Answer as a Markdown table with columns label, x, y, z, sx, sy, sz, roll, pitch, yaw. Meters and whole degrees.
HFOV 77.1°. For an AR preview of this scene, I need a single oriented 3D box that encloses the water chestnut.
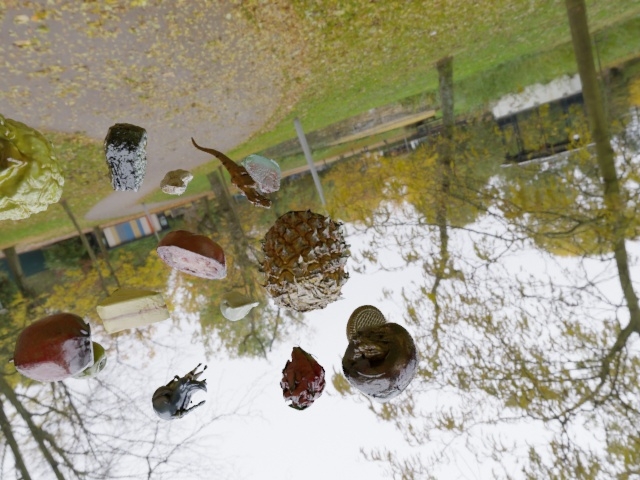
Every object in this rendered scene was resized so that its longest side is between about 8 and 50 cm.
| label | x | y | z | sx | sy | sz | roll | pitch | yaw |
| --- | --- | --- | --- | --- | --- | --- | --- | --- | --- |
| water chestnut | 0.233 | 0.480 | 1.672 | 0.335 | 0.347 | 0.335 | -28 | -153 | 16 |

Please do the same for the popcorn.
| label | x | y | z | sx | sy | sz | roll | pitch | yaw |
| --- | --- | --- | --- | --- | --- | --- | --- | --- | --- |
| popcorn | -0.757 | -0.185 | 0.961 | 0.205 | 0.252 | 0.237 | 11 | -128 | 16 |

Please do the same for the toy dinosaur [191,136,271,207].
| label | x | y | z | sx | sy | sz | roll | pitch | yaw |
| --- | --- | --- | --- | --- | --- | --- | --- | --- | --- |
| toy dinosaur | -0.336 | -0.282 | 1.684 | 0.097 | 0.432 | 0.208 | -55 | 167 | 31 |

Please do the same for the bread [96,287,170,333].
| label | x | y | z | sx | sy | sz | roll | pitch | yaw |
| --- | --- | --- | --- | --- | --- | --- | --- | --- | --- |
| bread | -0.851 | 0.326 | 1.828 | 0.263 | 0.168 | 0.163 | 0 | -153 | 23 |

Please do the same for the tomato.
| label | x | y | z | sx | sy | sz | roll | pitch | yaw |
| --- | --- | --- | --- | --- | --- | --- | --- | --- | --- |
| tomato | -0.371 | 0.039 | 1.202 | 0.224 | 0.225 | 0.085 | -10 | -128 | 38 |

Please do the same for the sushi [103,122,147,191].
| label | x | y | z | sx | sy | sz | roll | pitch | yaw |
| --- | --- | --- | --- | --- | --- | --- | --- | --- | --- |
| sushi | -0.930 | -0.396 | 1.914 | 0.170 | 0.350 | 0.211 | 11 | -135 | -14 |

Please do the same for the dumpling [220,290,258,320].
| label | x | y | z | sx | sy | sz | roll | pitch | yaw |
| --- | --- | --- | --- | --- | --- | --- | --- | --- | --- |
| dumpling | -0.321 | 0.260 | 1.602 | 0.154 | 0.112 | 0.181 | -6 | -160 | -24 |

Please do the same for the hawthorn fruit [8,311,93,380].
| label | x | y | z | sx | sy | sz | roll | pitch | yaw |
| --- | --- | --- | --- | --- | --- | --- | --- | --- | --- |
| hawthorn fruit | -0.852 | 0.341 | 1.270 | 0.249 | 0.216 | 0.215 | -12 | -171 | -3 |

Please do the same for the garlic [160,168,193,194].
| label | x | y | z | sx | sy | sz | roll | pitch | yaw |
| --- | --- | --- | --- | --- | --- | --- | --- | --- | --- |
| garlic | -0.455 | -0.188 | 1.276 | 0.113 | 0.074 | 0.094 | -17 | 180 | 7 |

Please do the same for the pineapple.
| label | x | y | z | sx | sy | sz | roll | pitch | yaw |
| --- | --- | --- | --- | --- | --- | --- | --- | --- | --- |
| pineapple | -0.052 | 0.086 | 1.447 | 0.351 | 0.352 | 0.300 | -16 | -131 | 7 |

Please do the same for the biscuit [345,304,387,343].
| label | x | y | z | sx | sy | sz | roll | pitch | yaw |
| --- | --- | --- | --- | --- | --- | --- | --- | --- | --- |
| biscuit | 0.235 | 0.455 | 2.029 | 0.259 | 0.259 | 0.079 | -23 | -179 | -33 |

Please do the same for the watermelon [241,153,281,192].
| label | x | y | z | sx | sy | sz | roll | pitch | yaw |
| --- | --- | --- | --- | --- | --- | --- | --- | --- | --- |
| watermelon | -0.187 | -0.209 | 1.232 | 0.081 | 0.094 | 0.180 | -30 | 147 | 21 |

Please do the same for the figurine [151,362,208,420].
| label | x | y | z | sx | sy | sz | roll | pitch | yaw |
| --- | --- | --- | --- | --- | --- | --- | --- | --- | --- |
| figurine | -0.620 | 0.680 | 1.787 | 0.265 | 0.175 | 0.197 | -37 | -157 | 13 |

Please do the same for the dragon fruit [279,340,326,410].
| label | x | y | z | sx | sy | sz | roll | pitch | yaw |
| --- | --- | --- | --- | --- | --- | --- | --- | --- | --- |
| dragon fruit | -0.086 | 0.607 | 1.814 | 0.233 | 0.294 | 0.234 | -10 | 173 | -1 |

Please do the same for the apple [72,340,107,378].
| label | x | y | z | sx | sy | sz | roll | pitch | yaw |
| --- | --- | --- | --- | --- | --- | --- | --- | --- | --- |
| apple | -1.156 | 0.594 | 1.990 | 0.156 | 0.197 | 0.196 | 12 | -169 | 2 |
